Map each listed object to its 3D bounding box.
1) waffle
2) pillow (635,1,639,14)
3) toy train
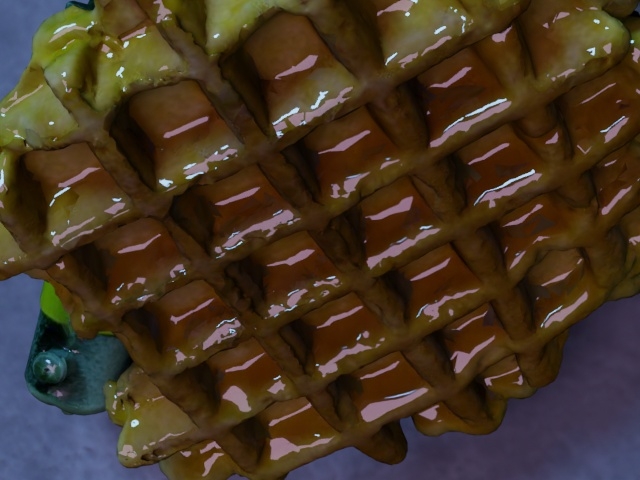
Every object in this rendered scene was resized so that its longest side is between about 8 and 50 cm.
[{"bbox_3d":[0.000,-0.007,0.711,0.281,0.058,0.301,-11,137,-7],"label":"waffle"},{"bbox_3d":[0.085,-0.087,0.790,0.130,0.038,0.233,-25,92,29],"label":"pillow"},{"bbox_3d":[-0.084,-0.013,0.809,0.083,0.132,0.200,16,105,12],"label":"toy train"}]
